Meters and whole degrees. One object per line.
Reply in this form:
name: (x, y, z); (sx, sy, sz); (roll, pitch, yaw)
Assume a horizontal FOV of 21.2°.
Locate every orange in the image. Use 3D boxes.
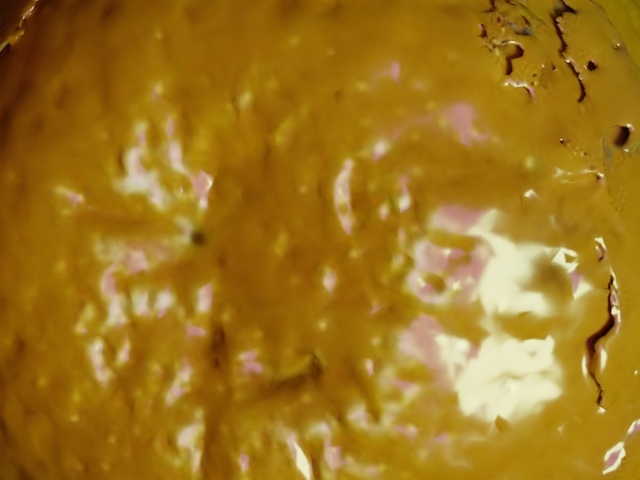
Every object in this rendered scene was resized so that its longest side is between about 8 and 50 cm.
orange: (0.001, 0.002, 0.457); (0.219, 0.193, 0.219); (11, 112, 28)
